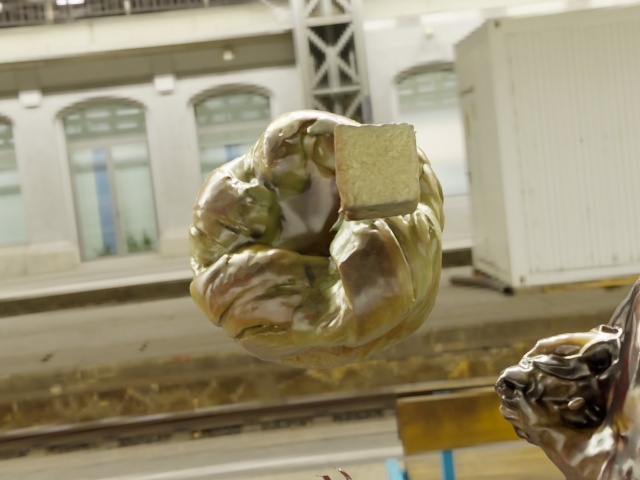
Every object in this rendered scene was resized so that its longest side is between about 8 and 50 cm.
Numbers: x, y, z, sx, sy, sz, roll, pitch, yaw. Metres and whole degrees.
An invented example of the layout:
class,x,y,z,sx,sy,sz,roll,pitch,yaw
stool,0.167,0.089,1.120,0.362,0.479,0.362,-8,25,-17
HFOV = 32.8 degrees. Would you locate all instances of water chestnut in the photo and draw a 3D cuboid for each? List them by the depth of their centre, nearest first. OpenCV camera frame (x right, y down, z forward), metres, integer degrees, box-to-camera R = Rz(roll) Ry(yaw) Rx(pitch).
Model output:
class,x,y,z,sx,sy,sz,roll,pitch,yaw
water chestnut,0.219,0.110,0.642,0.238,0.223,0.224,15,7,7

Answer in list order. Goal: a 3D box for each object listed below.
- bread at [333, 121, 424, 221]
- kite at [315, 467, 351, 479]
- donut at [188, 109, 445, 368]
class,x,y,z,sx,sy,sz,roll,pitch,yaw
bread,0.057,-0.063,1.029,0.084,0.080,0.109,-4,-7,3
kite,0.033,0.292,1.133,0.127,0.016,0.229,-8,17,-25
donut,0.000,0.000,1.392,0.360,0.360,0.170,-5,-27,18
